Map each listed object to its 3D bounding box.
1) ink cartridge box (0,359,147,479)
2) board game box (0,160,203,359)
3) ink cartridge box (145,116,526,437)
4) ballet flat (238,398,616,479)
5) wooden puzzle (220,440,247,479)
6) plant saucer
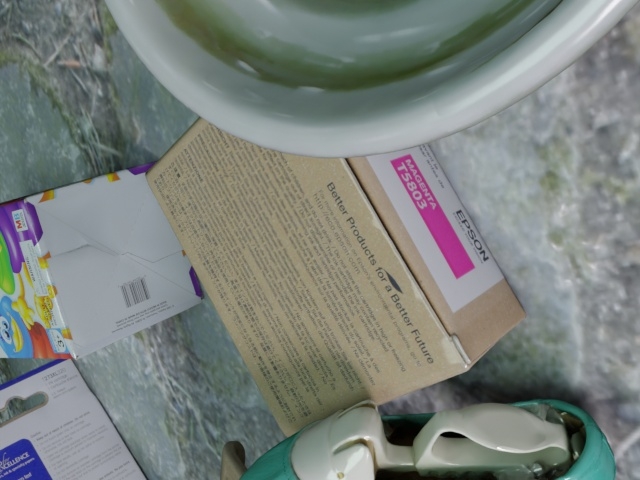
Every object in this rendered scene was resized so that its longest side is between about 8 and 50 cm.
[{"bbox_3d":[-0.269,0.324,0.875,0.371,0.175,0.069,56,135,9],"label":"ink cartridge box"},{"bbox_3d":[-0.271,0.025,0.773,0.275,0.144,0.142,-8,101,43],"label":"board game box"},{"bbox_3d":[0.000,0.000,0.553,0.193,0.088,0.235,-33,84,44],"label":"ink cartridge box"},{"bbox_3d":[0.058,0.134,0.493,0.247,0.083,0.087,-5,127,6],"label":"ballet flat"},{"bbox_3d":[-0.027,0.293,0.550,0.238,0.044,0.221,-141,53,-58],"label":"wooden puzzle"},{"bbox_3d":[0.027,-0.243,0.390,0.400,0.100,0.401,6,100,37],"label":"plant saucer"}]
